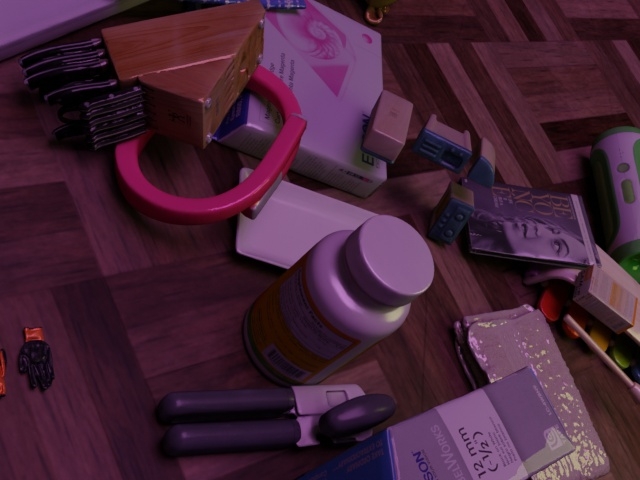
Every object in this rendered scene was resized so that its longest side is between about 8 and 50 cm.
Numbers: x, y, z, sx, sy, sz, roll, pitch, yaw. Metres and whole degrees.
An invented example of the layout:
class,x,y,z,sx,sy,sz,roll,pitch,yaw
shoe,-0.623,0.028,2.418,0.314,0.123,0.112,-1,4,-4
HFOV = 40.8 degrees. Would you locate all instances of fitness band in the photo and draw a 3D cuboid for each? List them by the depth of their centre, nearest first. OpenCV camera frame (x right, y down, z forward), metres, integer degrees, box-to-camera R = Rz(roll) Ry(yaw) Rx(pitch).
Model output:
class,x,y,z,sx,sy,sz,roll,pitch,yaw
fitness band,-0.141,-0.134,1.122,0.209,0.054,0.291,25,54,6

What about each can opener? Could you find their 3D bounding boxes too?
class,x,y,z,sx,sy,sz,roll,pitch,yaw
can opener,-0.042,0.198,0.998,0.283,0.095,0.076,5,58,-34

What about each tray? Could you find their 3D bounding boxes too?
class,x,y,z,sx,sy,sz,roll,pitch,yaw
tray,0.000,0.000,1.207,0.270,0.030,0.145,18,53,-26

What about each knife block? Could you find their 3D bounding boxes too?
class,x,y,z,sx,sy,sz,roll,pitch,yaw
knife block,-0.226,-0.226,1.091,0.242,0.088,0.275,22,56,7

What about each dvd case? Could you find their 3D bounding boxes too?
class,x,y,z,sx,sy,sz,roll,pitch,yaw
dvd case,0.344,-0.029,1.422,0.221,0.018,0.164,9,47,-9

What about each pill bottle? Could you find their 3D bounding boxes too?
class,x,y,z,sx,sy,sz,roll,pitch,yaw
pill bottle,0.021,0.072,1.022,0.136,0.246,0.136,19,52,-26

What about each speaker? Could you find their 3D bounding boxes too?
class,x,y,z,sx,sy,sz,roll,pitch,yaw
speaker,0.583,-0.071,1.612,0.131,0.131,0.296,22,50,-23

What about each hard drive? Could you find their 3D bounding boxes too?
class,x,y,z,sx,sy,sz,roll,pitch,yaw
hard drive,-0.397,-0.383,1.164,0.233,0.047,0.353,48,46,1

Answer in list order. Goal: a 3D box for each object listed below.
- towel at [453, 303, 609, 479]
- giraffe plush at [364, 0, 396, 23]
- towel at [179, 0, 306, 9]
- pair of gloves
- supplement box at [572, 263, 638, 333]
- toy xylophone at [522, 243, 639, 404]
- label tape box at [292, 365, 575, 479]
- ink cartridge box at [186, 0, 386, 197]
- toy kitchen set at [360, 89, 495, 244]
class,x,y,z,sx,sy,sz,roll,pitch,yaw
towel,0.313,0.231,1.267,0.187,0.049,0.282,-6,66,-38
giraffe plush,0.086,-0.484,1.529,0.170,0.181,0.210,45,10,-17
towel,-0.196,-0.455,1.285,0.336,0.040,0.243,-6,64,-35
pair of gloves,-0.322,0.127,0.902,0.083,0.010,0.074,-3,62,-40
supplement box,0.448,0.092,1.351,0.098,0.036,0.062,37,48,-10
toy xylophone,0.472,0.134,1.423,0.322,0.081,0.236,48,47,0
label tape box,0.066,0.267,0.922,0.348,0.249,0.115,-9,68,-40
ink cartridge box,-0.050,-0.256,1.318,0.330,0.071,0.324,20,52,-26
toy kitchen set,0.144,-0.092,1.293,0.207,0.166,0.122,25,38,-5
